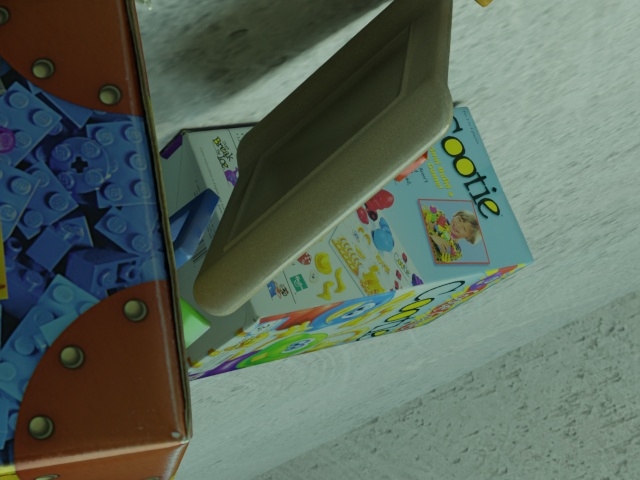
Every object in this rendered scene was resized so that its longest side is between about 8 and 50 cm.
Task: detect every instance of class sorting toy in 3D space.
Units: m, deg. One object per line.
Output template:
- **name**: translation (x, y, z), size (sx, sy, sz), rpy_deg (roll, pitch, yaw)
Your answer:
- **sorting toy**: translation (0.015, -0.052, 0.762), size (0.348, 0.047, 0.196), rpy_deg (-40, -160, 22)

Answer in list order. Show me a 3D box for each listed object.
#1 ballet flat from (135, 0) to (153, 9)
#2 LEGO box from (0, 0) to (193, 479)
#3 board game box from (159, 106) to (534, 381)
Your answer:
- **ballet flat**: translation (-0.088, -0.151, 0.459), size (0.091, 0.077, 0.241), rpy_deg (-24, 165, 5)
- **LEGO box**: translation (-0.275, 0.082, 0.650), size (0.373, 0.193, 0.500), rpy_deg (-6, 161, -12)
- **board game box**: translation (0.000, 0.000, 1.009), size (0.275, 0.144, 0.142), rpy_deg (-9, 161, -39)
